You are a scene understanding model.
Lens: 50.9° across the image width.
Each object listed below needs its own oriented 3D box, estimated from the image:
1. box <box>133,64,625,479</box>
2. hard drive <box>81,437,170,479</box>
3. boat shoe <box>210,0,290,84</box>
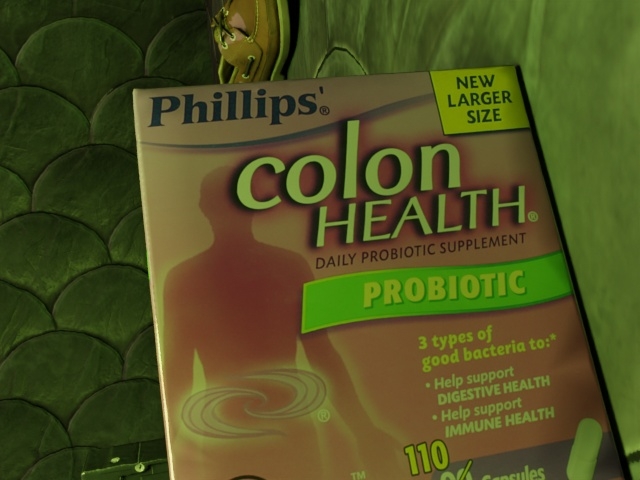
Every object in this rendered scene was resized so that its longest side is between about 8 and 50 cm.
[{"bbox_3d":[0.018,0.042,0.378,0.117,0.213,0.243,119,144,-70],"label":"box"},{"bbox_3d":[-0.113,0.356,0.860,0.064,0.338,0.237,-133,37,-74],"label":"hard drive"},{"bbox_3d":[-0.107,-0.301,0.995,0.307,0.104,0.111,101,158,-65],"label":"boat shoe"}]
